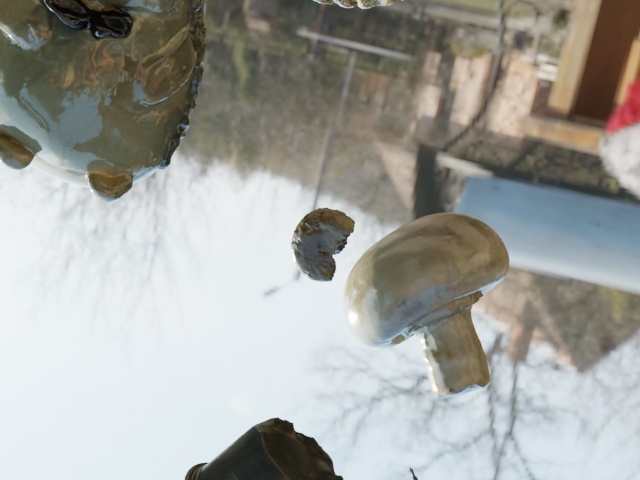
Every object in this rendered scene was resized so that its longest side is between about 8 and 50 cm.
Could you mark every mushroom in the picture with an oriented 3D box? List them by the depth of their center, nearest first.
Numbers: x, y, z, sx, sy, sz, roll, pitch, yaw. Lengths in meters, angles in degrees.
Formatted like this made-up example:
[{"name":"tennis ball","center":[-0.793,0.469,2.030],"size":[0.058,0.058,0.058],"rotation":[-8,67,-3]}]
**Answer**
[{"name":"mushroom","center":[0.129,0.068,1.540],"size":[0.206,0.206,0.209],"rotation":[9,-136,-32]}]

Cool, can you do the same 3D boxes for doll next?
[{"name":"doll","center":[-0.220,-0.226,1.349],"size":[0.247,0.349,0.247],"rotation":[20,-174,-2]}]

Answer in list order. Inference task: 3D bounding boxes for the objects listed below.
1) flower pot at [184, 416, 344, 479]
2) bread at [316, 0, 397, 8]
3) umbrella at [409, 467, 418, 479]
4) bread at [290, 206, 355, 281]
[{"name":"flower pot","center":[-0.048,0.255,1.349],"size":[0.157,0.107,0.157],"rotation":[36,-161,-14]},{"name":"bread","center":[0.019,-0.279,1.048],"size":[0.240,0.240,0.139],"rotation":[16,149,26]},{"name":"umbrella","center":[0.116,0.296,1.402],"size":[0.022,0.148,0.022],"rotation":[10,-140,33]},{"name":"bread","center":[0.000,0.000,1.934],"size":[0.082,0.113,0.060],"rotation":[25,-155,-2]}]
